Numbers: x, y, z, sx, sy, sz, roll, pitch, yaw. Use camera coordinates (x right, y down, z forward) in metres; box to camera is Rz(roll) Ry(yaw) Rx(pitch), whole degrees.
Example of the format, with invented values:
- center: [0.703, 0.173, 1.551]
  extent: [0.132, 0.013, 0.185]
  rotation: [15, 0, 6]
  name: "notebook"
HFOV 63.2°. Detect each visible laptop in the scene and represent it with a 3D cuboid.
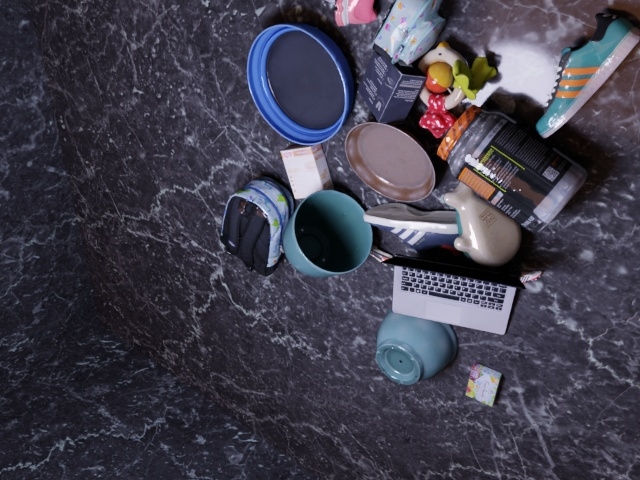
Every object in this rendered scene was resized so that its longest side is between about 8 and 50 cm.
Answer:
- center: [0.388, 0.183, 1.578]
  extent: [0.383, 0.236, 0.407]
  rotation: [10, 129, 17]
  name: "laptop"

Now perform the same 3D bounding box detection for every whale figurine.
- center: [0.452, -0.048, 1.508]
  extent: [0.272, 0.216, 0.141]
  rotation: [50, 166, -8]
  name: "whale figurine"

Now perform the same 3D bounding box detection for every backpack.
- center: [0.239, -0.566, 1.357]
  extent: [0.144, 0.166, 0.188]
  rotation: [36, 137, 14]
  name: "backpack"
- center: [-0.245, -0.075, 2.025]
  extent: [0.290, 0.273, 0.355]
  rotation: [37, 155, 18]
  name: "backpack"

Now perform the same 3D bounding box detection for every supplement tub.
- center: [0.490, -0.194, 1.362]
  extent: [0.338, 0.207, 0.207]
  rotation: [40, 134, 12]
  name: "supplement tub"

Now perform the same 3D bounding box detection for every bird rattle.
- center: [0.346, -0.421, 1.430]
  extent: [0.206, 0.143, 0.253]
  rotation: [58, 150, 10]
  name: "bird rattle"

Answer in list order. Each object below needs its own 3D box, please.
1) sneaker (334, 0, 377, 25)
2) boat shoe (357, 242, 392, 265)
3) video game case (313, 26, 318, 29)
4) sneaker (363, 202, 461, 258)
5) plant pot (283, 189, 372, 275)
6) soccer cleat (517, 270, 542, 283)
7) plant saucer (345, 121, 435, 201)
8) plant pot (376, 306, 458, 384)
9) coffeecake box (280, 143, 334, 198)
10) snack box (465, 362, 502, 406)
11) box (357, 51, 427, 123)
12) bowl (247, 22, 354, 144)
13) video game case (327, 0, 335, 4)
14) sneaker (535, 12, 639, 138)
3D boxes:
- center: [0.114, -0.739, 1.401]
  extent: [0.136, 0.115, 0.313]
  rotation: [5, 133, 1]
  name: "sneaker"
- center: [0.194, 0.038, 1.867]
  extent: [0.137, 0.049, 0.043]
  rotation: [35, 91, 20]
  name: "boat shoe"
- center: [-0.062, -0.605, 1.683]
  extent: [0.143, 0.019, 0.157]
  rotation: [14, 125, 33]
  name: "video game case"
- center: [0.298, -0.023, 1.682]
  extent: [0.350, 0.131, 0.148]
  rotation: [13, 126, 36]
  name: "sneaker"
- center: [0.000, 0.000, 1.838]
  extent: [0.293, 0.293, 0.235]
  rotation: [53, 151, -1]
  name: "plant pot"
- center: [0.627, 0.105, 1.568]
  extent: [0.035, 0.029, 0.083]
  rotation: [49, 140, -3]
  name: "soccer cleat"
- center: [0.220, -0.248, 1.604]
  extent: [0.311, 0.050, 0.310]
  rotation: [29, 151, 18]
  name: "plant saucer"
- center: [0.321, 0.392, 1.878]
  extent: [0.293, 0.196, 0.292]
  rotation: [19, 127, 28]
  name: "plant pot"
- center: [-0.046, -0.249, 1.858]
  extent: [0.143, 0.068, 0.185]
  rotation: [1, 117, 39]
  name: "coffeecake box"
- center: [0.582, 0.514, 1.857]
  extent: [0.100, 0.037, 0.141]
  rotation: [19, 127, 28]
  name: "snack box"
- center: [0.199, -0.442, 1.478]
  extent: [0.155, 0.093, 0.158]
  rotation: [65, 145, 34]
  name: "box"
- center: [-0.064, -0.503, 1.684]
  extent: [0.392, 0.077, 0.390]
  rotation: [23, 134, 26]
  name: "bowl"
- center: [0.021, -0.797, 1.491]
  extent: [0.173, 0.022, 0.190]
  rotation: [36, 134, 16]
  name: "video game case"
- center: [0.600, -0.387, 1.230]
  extent: [0.121, 0.108, 0.302]
  rotation: [42, 127, 12]
  name: "sneaker"
